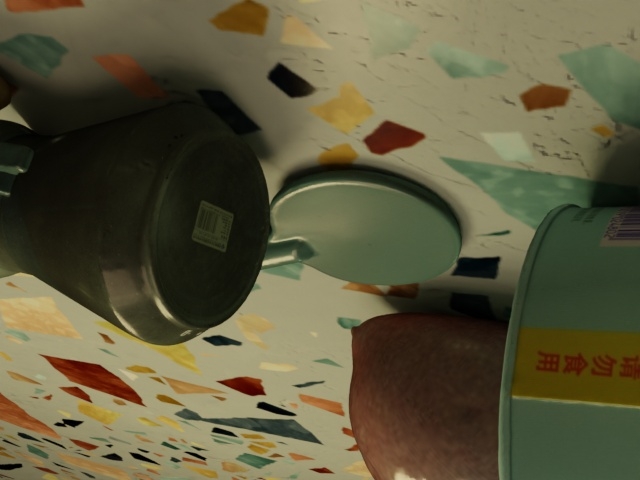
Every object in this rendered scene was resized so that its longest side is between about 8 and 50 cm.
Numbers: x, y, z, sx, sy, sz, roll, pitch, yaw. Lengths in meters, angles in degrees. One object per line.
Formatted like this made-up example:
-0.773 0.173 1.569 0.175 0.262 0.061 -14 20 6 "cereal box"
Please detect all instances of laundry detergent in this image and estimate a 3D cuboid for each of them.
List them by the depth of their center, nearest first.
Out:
0.295 0.115 0.528 0.305 0.287 0.287 0 148 30 "laundry detergent"

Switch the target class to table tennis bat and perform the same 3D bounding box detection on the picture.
0.000 0.000 0.748 0.244 0.040 0.153 -10 142 34 "table tennis bat"

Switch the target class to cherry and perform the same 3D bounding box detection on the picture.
0.130 0.176 0.817 0.239 0.206 0.239 9 164 3 "cherry"

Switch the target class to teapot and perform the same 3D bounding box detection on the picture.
-0.175 -0.025 0.659 0.225 0.171 0.203 8 165 28 "teapot"

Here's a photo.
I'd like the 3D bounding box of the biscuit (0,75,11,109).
-0.354 -0.178 0.602 0.154 0.045 0.299 1 150 26 "biscuit"
